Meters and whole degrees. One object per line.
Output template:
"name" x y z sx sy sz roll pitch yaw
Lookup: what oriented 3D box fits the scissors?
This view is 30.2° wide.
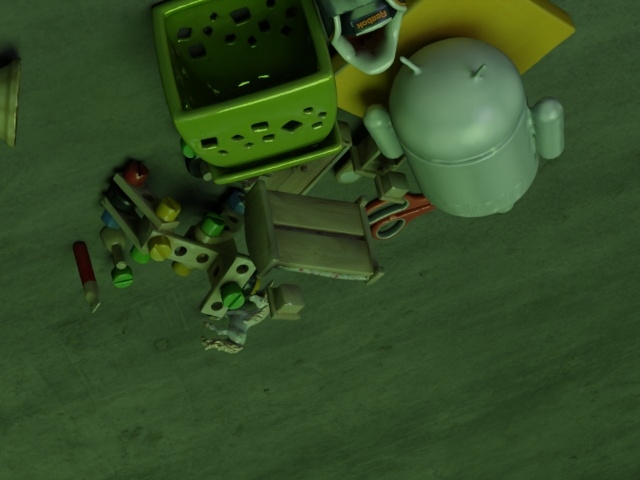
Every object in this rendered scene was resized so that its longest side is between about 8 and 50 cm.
"scissors" 0.213 -0.079 2.154 0.297 0.021 0.109 -22 139 2

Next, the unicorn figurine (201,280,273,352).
"unicorn figurine" -0.154 0.148 2.180 0.111 0.162 0.060 8 144 5

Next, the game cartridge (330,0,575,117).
"game cartridge" 0.187 -0.289 1.833 0.285 0.052 0.324 18 134 -43

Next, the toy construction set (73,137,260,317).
"toy construction set" -0.238 0.027 1.884 0.309 0.237 0.257 -32 140 11

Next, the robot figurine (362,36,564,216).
"robot figurine" 0.220 -0.169 1.795 0.300 0.199 0.353 -3 152 18

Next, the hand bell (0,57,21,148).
"hand bell" -0.533 -0.198 1.610 0.242 0.126 0.126 4 135 -14

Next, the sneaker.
"sneaker" 0.040 -0.355 1.559 0.126 0.127 0.321 -24 141 4

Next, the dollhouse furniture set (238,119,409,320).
"dollhouse furniture set" 0.000 0.000 1.850 0.303 0.355 0.174 8 146 -31

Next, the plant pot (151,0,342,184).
"plant pot" -0.093 -0.219 1.682 0.227 0.228 0.207 -16 147 2
